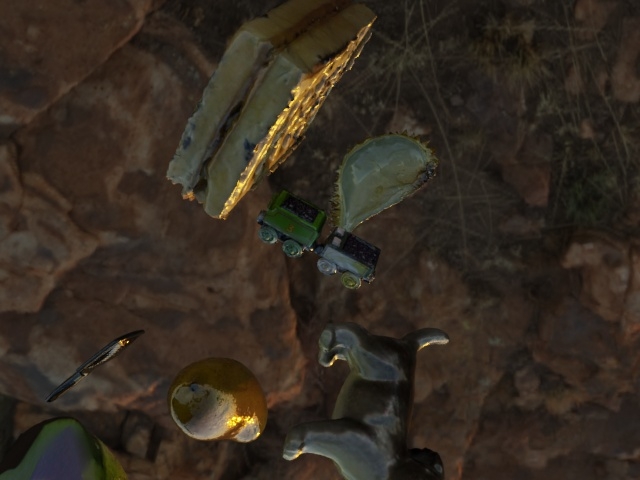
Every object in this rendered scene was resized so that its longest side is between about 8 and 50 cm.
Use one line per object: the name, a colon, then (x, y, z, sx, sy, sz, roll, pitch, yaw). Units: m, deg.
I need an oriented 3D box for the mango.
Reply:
mango: (-0.154, 0.256, 1.264, 0.099, 0.136, 0.227, 22, 167, 36)

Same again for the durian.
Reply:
durian: (0.103, -0.100, 1.487, 0.252, 0.139, 0.144, -25, 148, -4)

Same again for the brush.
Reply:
brush: (-0.314, 0.174, 1.095, 0.193, 0.063, 0.016, -35, 80, 27)

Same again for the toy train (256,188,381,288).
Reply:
toy train: (0.000, 0.000, 1.215, 0.202, 0.060, 0.081, 29, 134, -4)

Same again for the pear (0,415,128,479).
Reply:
pear: (-0.371, 0.469, 1.139, 0.399, 0.399, 0.165, -30, 133, 32)

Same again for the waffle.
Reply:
waffle: (-0.058, -0.206, 1.133, 0.114, 0.376, 0.261, 32, 120, 1)

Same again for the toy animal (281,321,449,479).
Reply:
toy animal: (0.048, 0.194, 0.820, 0.169, 0.233, 0.121, 7, 155, -1)
